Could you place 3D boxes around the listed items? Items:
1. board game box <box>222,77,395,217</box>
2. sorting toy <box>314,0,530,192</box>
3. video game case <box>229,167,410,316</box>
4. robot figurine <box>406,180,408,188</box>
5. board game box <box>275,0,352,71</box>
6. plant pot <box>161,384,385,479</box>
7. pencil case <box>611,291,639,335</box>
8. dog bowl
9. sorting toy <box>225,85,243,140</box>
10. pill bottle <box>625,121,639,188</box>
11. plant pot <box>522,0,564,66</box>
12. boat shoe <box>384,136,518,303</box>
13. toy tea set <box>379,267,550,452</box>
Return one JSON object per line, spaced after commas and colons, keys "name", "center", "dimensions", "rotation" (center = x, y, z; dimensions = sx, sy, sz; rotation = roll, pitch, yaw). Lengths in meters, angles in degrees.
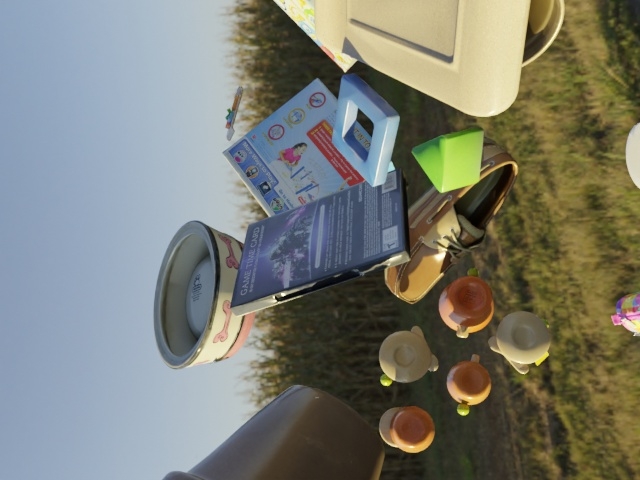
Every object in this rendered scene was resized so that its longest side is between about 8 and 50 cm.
{"name": "board game box", "center": [-0.029, -0.184, 1.657], "dimensions": [0.308, 0.302, 0.086], "rotation": [53, -179, 24]}
{"name": "sorting toy", "center": [0.063, -0.190, 0.420], "dimensions": [0.196, 0.047, 0.347], "rotation": [40, 139, 49]}
{"name": "video game case", "center": [0.000, 0.000, 1.025], "dimensions": [0.026, 0.274, 0.196], "rotation": [56, -155, -33]}
{"name": "robot figurine", "center": [0.115, -0.099, 1.830], "dimensions": [0.278, 0.209, 0.173], "rotation": [-34, -57, -42]}
{"name": "board game box", "center": [0.007, -0.482, 1.310], "dimensions": [0.275, 0.144, 0.142], "rotation": [45, 175, -4]}
{"name": "plant pot", "center": [-0.041, 0.307, 0.821], "dimensions": [0.229, 0.263, 0.263], "rotation": [-50, -25, -32]}
{"name": "pencil case", "center": [0.765, 0.154, 1.547], "dimensions": [0.236, 0.105, 0.104], "rotation": [128, 139, -73]}
{"name": "dog bowl", "center": [-0.318, 0.156, 1.914], "dimensions": [0.408, 0.151, 0.407], "rotation": [-22, 63, 52]}
{"name": "sorting toy", "center": [-0.118, -0.164, 0.911], "dimensions": [0.083, 0.012, 0.061], "rotation": [160, 121, -75]}
{"name": "pill bottle", "center": [0.740, -0.175, 1.257], "dimensions": [0.176, 0.319, 0.176], "rotation": [171, 90, -85]}
{"name": "plant pot", "center": [0.440, -0.648, 1.814], "dimensions": [0.323, 0.324, 0.280], "rotation": [88, 177, -54]}
{"name": "boat shoe", "center": [0.229, -0.031, 1.209], "dimensions": [0.323, 0.123, 0.120], "rotation": [-60, 29, 10]}
{"name": "toy tea set", "center": [0.217, 0.207, 1.179], "dimensions": [0.200, 0.336, 0.124], "rotation": [49, 175, 16]}
